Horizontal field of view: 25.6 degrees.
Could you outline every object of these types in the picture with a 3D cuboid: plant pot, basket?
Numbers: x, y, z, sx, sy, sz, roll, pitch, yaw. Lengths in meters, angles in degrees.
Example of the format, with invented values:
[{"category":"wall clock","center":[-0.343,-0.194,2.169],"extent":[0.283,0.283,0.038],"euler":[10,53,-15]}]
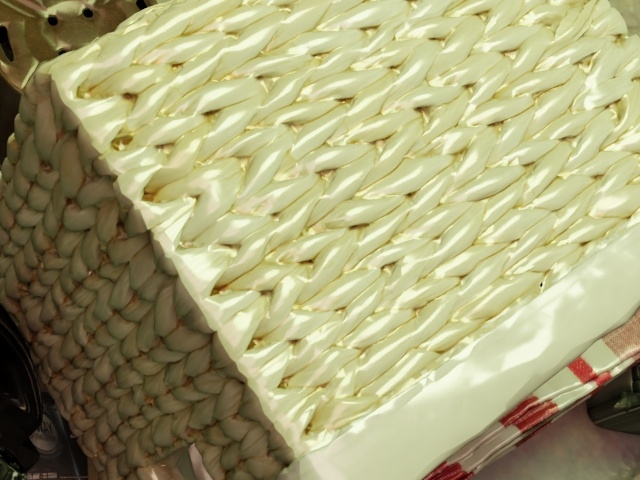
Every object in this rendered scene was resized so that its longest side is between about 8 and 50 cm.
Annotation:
[{"category":"plant pot","center":[-0.184,-0.120,1.038],"extent":[0.167,0.165,0.167],"euler":[5,71,-14]},{"category":"basket","center":[0.000,0.000,0.822],"extent":[0.331,0.328,0.266],"euler":[-35,88,-27]}]

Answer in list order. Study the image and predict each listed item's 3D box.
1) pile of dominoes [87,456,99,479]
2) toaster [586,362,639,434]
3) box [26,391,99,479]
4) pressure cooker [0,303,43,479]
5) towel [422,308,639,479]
[{"category":"pile of dominoes","center":[-0.068,0.244,0.966],"extent":[0.196,0.040,0.251],"euler":[-5,79,8]},{"category":"toaster","center":[0.302,0.076,1.129],"extent":[0.185,0.110,0.168],"euler":[10,70,-11]},{"category":"box","center":[-0.192,0.145,1.028],"extent":[0.083,0.018,0.067],"euler":[2,72,-14]},{"category":"pressure cooker","center":[-0.343,0.163,0.753],"extent":[0.420,0.370,0.375],"euler":[-44,110,0]},{"category":"towel","center":[0.076,0.060,1.055],"extent":[0.329,0.037,0.237],"euler":[-33,68,-9]}]
